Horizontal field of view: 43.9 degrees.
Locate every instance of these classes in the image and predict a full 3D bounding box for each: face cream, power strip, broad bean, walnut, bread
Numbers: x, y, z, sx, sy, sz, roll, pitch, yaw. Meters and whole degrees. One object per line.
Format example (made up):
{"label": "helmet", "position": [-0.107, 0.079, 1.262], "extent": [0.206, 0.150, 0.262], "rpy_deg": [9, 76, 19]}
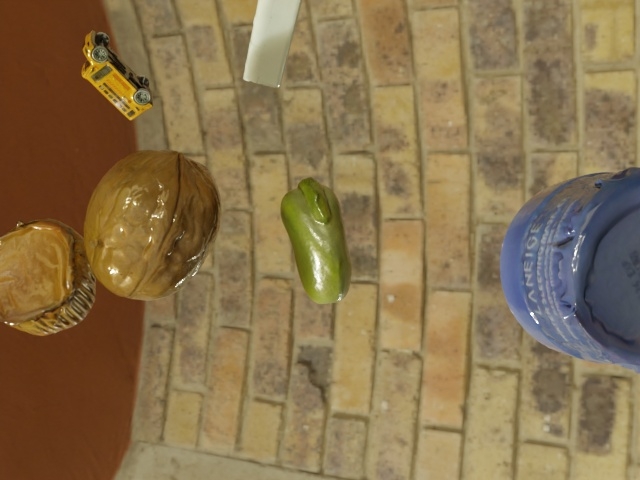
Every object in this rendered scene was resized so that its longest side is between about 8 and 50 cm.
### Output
{"label": "face cream", "position": [0.376, 0.033, 0.986], "extent": [0.225, 0.248, 0.249], "rpy_deg": [159, 115, -82]}
{"label": "power strip", "position": [-0.049, -0.326, 1.038], "extent": [0.338, 0.058, 0.098], "rpy_deg": [113, 169, -54]}
{"label": "broad bean", "position": [0.000, 0.000, 1.096], "extent": [0.124, 0.082, 0.175], "rpy_deg": [172, 79, -76]}
{"label": "walnut", "position": [-0.218, -0.022, 1.032], "extent": [0.167, 0.167, 0.207], "rpy_deg": [-6, -55, -63]}
{"label": "bread", "position": [-0.478, 0.067, 1.374], "extent": [0.104, 0.199, 0.199], "rpy_deg": [65, -145, -65]}

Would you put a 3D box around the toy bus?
{"label": "toy bus", "position": [-0.376, -0.299, 1.443], "extent": [0.162, 0.074, 0.070], "rpy_deg": [47, -163, -36]}
